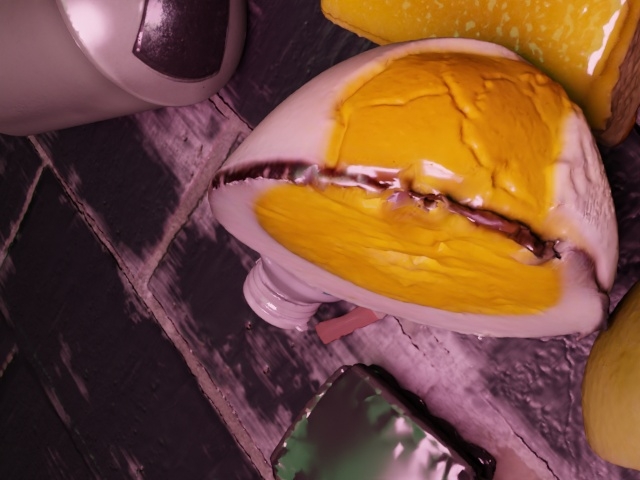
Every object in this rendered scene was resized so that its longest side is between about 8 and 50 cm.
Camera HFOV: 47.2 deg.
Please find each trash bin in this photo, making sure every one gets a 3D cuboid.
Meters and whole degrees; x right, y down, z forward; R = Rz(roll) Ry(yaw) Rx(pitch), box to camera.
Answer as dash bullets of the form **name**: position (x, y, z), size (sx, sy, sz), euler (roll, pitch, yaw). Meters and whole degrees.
- **trash bin**: position (-0.302, -0.290, 0.963), size (0.432, 0.280, 0.281), euler (-5, 92, 40)

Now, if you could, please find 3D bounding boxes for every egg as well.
- **egg**: position (0.092, -0.053, 0.625), size (0.337, 0.337, 0.201), euler (8, 66, 36)

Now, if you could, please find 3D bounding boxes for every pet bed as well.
- **pet bed**: position (0.072, 0.264, 0.824), size (0.211, 0.159, 0.183), euler (37, 89, 26)

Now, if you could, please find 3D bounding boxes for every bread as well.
- **bread**: position (0.186, -0.295, 0.672), size (0.333, 0.143, 0.324), euler (34, 115, 28)

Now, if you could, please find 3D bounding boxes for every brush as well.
- **brush**: position (0.100, 0.055, 0.822), size (0.301, 0.071, 0.084), euler (-31, 80, 36)

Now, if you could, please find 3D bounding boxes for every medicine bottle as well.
- **medicine bottle**: position (0.000, 0.000, 0.848), size (0.135, 0.135, 0.215), euler (48, 120, 23)

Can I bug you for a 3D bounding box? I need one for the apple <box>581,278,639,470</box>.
- **apple**: position (0.343, 0.129, 0.534), size (0.291, 0.254, 0.292), euler (2, 94, 32)
